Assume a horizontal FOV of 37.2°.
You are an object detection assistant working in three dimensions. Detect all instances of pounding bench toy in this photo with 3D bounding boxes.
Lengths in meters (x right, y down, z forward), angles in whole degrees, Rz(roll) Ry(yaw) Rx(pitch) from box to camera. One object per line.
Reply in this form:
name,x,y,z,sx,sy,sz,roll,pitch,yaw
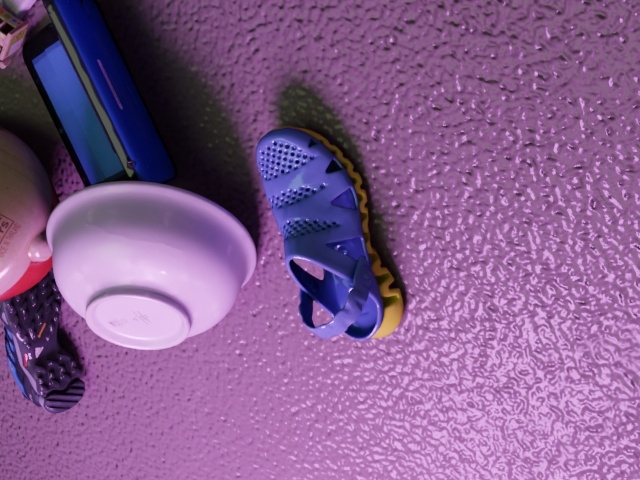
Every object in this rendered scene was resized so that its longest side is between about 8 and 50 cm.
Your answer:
pounding bench toy,-0.494,-0.309,1.446,0.065,0.052,0.083,34,129,-4

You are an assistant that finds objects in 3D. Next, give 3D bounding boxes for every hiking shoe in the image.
hiking shoe,-0.507,0.151,1.626,0.132,0.113,0.304,-4,100,44

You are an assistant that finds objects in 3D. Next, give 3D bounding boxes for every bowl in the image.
bowl,-0.242,0.060,1.320,0.298,0.134,0.298,2,143,2

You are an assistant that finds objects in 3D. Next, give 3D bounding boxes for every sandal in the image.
sandal,0.000,0.000,1.245,0.126,0.138,0.317,-25,93,38

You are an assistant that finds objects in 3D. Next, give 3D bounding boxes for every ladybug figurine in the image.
ladybug figurine,-0.562,-0.033,1.511,0.449,0.162,0.305,22,79,35

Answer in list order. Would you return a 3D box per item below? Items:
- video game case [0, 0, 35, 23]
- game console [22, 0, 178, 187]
video game case,-0.525,-0.421,1.467,0.227,0.026,0.206,-36,88,37
game console,-0.347,-0.186,1.368,0.173,0.250,0.293,-25,95,9
